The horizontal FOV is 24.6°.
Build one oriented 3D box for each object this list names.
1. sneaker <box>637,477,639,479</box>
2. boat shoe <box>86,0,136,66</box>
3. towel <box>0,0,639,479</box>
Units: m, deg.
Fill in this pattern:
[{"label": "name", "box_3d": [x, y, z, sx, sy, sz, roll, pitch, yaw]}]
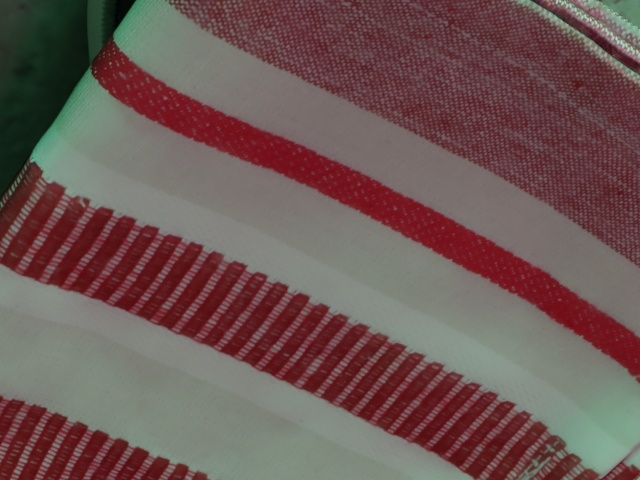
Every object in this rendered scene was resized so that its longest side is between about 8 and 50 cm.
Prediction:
[{"label": "sneaker", "box_3d": [0.176, 0.187, 0.766, 0.111, 0.103, 0.252, 26, 94, -37]}, {"label": "boat shoe", "box_3d": [0.000, 0.000, 0.533, 0.114, 0.091, 0.302, -29, 128, -17]}, {"label": "towel", "box_3d": [-0.007, 0.052, 0.485, 0.237, 0.037, 0.329, 28, 120, -21]}]
